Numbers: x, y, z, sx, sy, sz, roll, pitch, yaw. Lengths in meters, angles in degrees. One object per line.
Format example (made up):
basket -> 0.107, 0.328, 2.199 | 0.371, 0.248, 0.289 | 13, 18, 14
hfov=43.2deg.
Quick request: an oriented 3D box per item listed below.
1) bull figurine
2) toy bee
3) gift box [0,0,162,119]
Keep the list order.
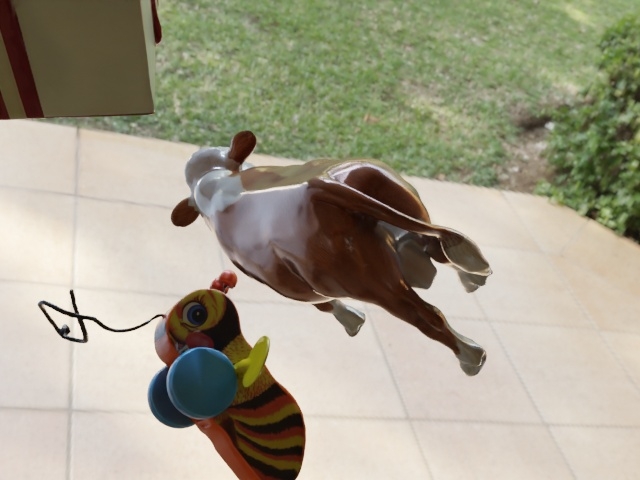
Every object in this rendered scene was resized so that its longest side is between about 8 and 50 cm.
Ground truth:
bull figurine -> 0.000, 0.000, 0.595 | 0.188, 0.101, 0.310 | 34, -6, -21
toy bee -> -0.111, 0.115, 0.841 | 0.195, 0.298, 0.162 | -4, 39, 48
gift box -> -0.242, -0.234, 0.510 | 0.277, 0.258, 0.255 | -6, 50, -12
